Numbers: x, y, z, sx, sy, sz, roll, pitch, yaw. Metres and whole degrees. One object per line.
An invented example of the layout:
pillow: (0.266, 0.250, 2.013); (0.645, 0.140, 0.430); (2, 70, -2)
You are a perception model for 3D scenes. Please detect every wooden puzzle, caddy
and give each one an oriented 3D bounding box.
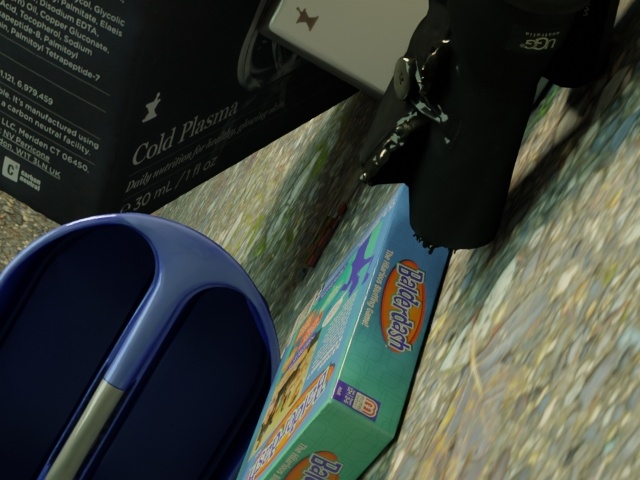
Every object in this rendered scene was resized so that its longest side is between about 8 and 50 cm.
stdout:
wooden puzzle: (0.000, 0.000, 1.679); (0.083, 0.006, 0.049); (-60, 8, -1)
caddy: (-0.175, 0.136, 1.465); (0.341, 0.241, 0.179); (-60, 2, 8)

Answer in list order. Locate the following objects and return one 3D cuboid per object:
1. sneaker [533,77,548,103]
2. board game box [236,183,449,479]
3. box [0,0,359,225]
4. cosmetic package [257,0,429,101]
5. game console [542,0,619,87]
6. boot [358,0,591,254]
sneaker: (0.151, -0.202, 1.151); (0.258, 0.091, 0.094); (-59, 8, 9)
board game box: (0.012, 0.083, 1.163); (0.160, 0.047, 0.210); (-52, 11, 41)
box: (-0.135, -0.327, 1.760); (0.480, 0.297, 0.472); (-35, -32, -49)
cosmetic package: (0.048, -0.213, 1.610); (0.151, 0.151, 0.184); (-60, 8, 3)
game console: (0.168, -0.260, 1.011); (0.213, 0.044, 0.361); (-114, 32, -69)
boot: (0.065, -0.138, 1.085); (0.246, 0.094, 0.207); (-114, 33, -41)
